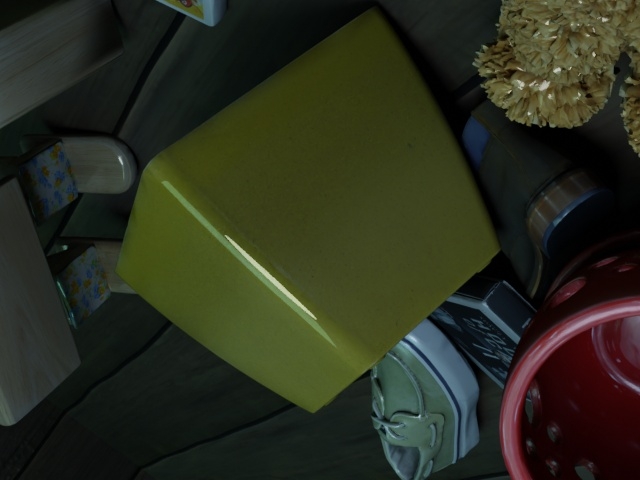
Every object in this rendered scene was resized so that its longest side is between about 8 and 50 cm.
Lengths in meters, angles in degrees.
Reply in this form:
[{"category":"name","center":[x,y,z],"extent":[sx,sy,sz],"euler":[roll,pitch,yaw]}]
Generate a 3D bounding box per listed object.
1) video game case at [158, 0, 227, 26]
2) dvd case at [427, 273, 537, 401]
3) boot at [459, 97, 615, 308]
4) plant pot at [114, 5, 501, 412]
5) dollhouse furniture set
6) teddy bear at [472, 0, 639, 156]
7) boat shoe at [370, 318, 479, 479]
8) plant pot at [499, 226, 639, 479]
[{"category":"video game case","center":[-0.170,-0.274,0.778],"extent":[0.227,0.026,0.206],"euler":[27,152,12]},{"category":"dvd case","center":[0.156,0.087,0.917],"extent":[0.179,0.029,0.238],"euler":[42,173,-14]},{"category":"boot","center":[0.156,-0.024,0.799],"extent":[0.106,0.082,0.219],"euler":[53,172,22]},{"category":"plant pot","center":[0.000,0.000,0.779],"extent":[0.187,0.212,0.212],"euler":[49,154,6]},{"category":"dollhouse furniture set","center":[-0.292,-0.016,0.995],"extent":[0.256,0.362,0.394],"euler":[3,120,29]},{"category":"teddy bear","center":[0.164,-0.144,0.520],"extent":[0.245,0.113,0.338],"euler":[31,154,2]},{"category":"boat shoe","center":[0.100,0.170,1.093],"extent":[0.109,0.094,0.302],"euler":[35,161,34]},{"category":"plant pot","center":[0.223,0.089,0.695],"extent":[0.191,0.174,0.191],"euler":[7,114,17]}]
